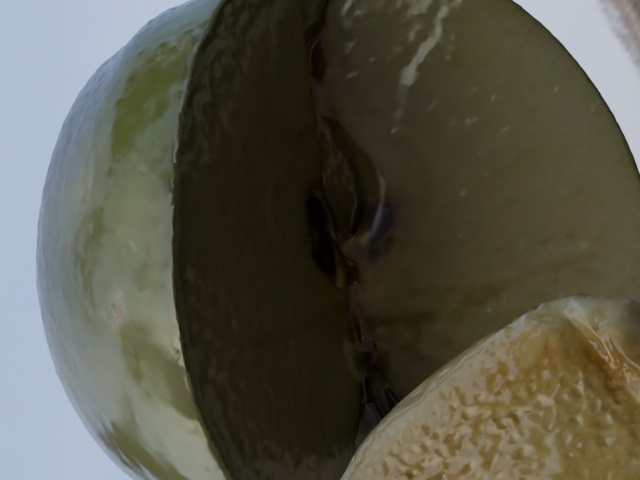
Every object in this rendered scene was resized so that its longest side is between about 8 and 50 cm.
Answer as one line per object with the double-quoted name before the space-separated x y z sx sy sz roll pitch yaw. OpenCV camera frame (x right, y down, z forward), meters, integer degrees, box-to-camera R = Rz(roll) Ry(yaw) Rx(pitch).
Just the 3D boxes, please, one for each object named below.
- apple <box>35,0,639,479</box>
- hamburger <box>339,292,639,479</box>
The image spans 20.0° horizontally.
"apple" -0.003 0.002 0.918 0.295 0.233 0.257 -15 -93 -27
"hamburger" 0.097 0.125 0.626 0.108 0.214 0.213 59 -135 -47
